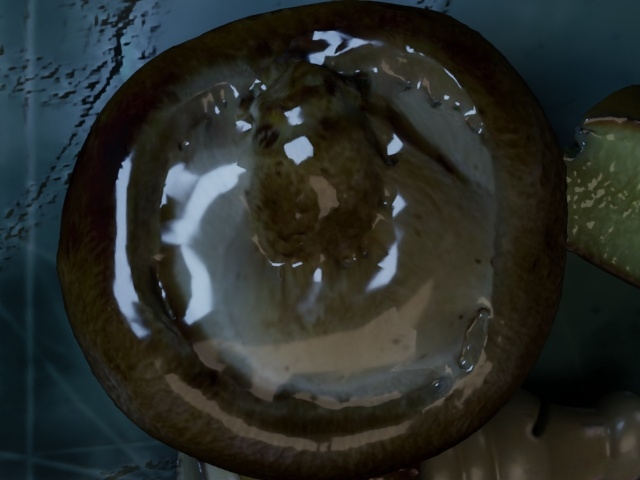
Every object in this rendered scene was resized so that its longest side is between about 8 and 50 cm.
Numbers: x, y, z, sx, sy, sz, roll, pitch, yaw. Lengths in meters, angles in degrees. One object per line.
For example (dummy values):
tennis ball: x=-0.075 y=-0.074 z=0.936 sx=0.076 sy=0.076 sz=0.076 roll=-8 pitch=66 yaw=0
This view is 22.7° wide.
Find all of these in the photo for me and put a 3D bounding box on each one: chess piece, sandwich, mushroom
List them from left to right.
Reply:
mushroom: x=0.000 y=0.000 z=0.784 sx=0.253 sy=0.153 sz=0.253 roll=0 pitch=93 yaw=-5
chess piece: x=0.069 y=0.157 z=1.019 sx=0.307 sy=0.124 sz=0.139 roll=-9 pitch=97 yaw=-13
sandwich: x=0.209 y=-0.014 z=0.913 sx=0.258 sy=0.096 sz=0.094 roll=28 pitch=112 yaw=-31

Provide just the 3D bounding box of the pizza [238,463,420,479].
pizza: x=-0.001 y=0.086 z=0.898 sx=0.127 sy=0.058 sz=0.246 roll=-7 pitch=102 yaw=-15
